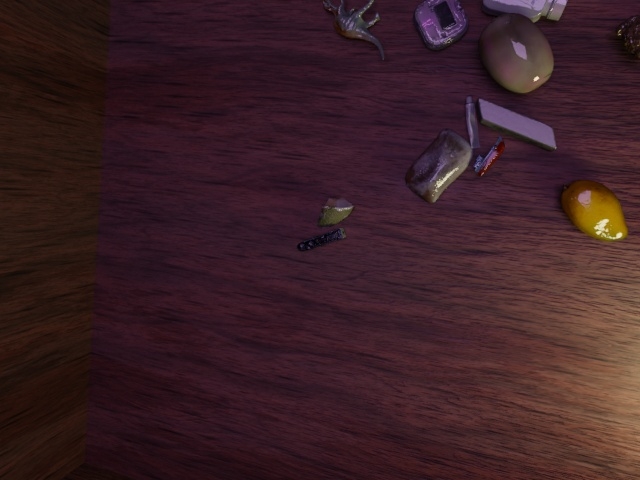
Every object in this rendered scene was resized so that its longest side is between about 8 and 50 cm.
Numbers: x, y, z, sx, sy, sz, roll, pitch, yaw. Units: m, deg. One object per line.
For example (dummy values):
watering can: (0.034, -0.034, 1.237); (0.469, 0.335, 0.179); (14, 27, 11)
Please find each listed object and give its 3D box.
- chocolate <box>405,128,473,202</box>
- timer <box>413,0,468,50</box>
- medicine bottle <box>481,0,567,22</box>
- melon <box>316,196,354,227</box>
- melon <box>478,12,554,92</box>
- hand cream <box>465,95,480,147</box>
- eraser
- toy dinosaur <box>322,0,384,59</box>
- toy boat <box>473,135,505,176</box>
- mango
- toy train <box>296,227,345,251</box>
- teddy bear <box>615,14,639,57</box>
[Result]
chocolate: (0.497, -0.316, 1.832); (0.185, 0.100, 0.303); (42, 101, 12)
timer: (0.494, -0.908, 1.794); (0.191, 0.069, 0.208); (-28, 86, 13)
medicine bottle: (0.792, -0.941, 1.685); (0.296, 0.111, 0.161); (22, 100, 12)
melon: (0.041, -0.135, 1.969); (0.202, 0.139, 0.093); (-33, 63, 18)
melon: (0.741, -0.714, 1.659); (0.223, 0.223, 0.317); (-35, 85, 16)
hand cream: (0.631, -0.489, 1.803); (0.052, 0.038, 0.216); (-7, 91, -5)
eraser: (0.771, -0.458, 1.730); (0.352, 0.111, 0.077); (27, 103, 12)
toy dinosaur: (0.174, -0.929, 1.870); (0.205, 0.092, 0.393); (-30, 88, 16)
toy boat: (0.691, -0.346, 1.784); (0.059, 0.069, 0.173); (43, 111, 22)
mango: (1.059, -0.116, 1.681); (0.176, 0.119, 0.317); (-42, 92, 12)
toy train: (0.000, 0.000, 2.018); (0.234, 0.051, 0.052); (-19, 89, 20)
teddy bear: (1.262, -0.766, 1.559); (0.296, 0.222, 0.246); (-16, 82, -27)
